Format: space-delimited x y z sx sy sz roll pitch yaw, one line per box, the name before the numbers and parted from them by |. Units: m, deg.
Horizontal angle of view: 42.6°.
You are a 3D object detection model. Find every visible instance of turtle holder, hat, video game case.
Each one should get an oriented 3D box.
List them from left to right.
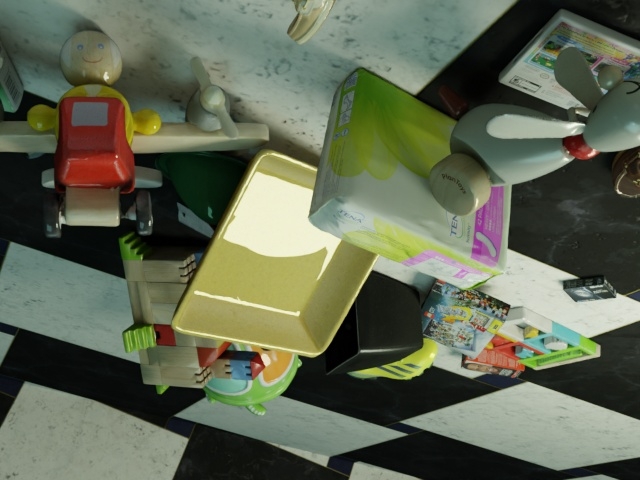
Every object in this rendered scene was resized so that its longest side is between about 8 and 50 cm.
hat | -0.194 -0.036 1.400 0.208 0.184 0.173 9 162 -3
turtle holder | -0.208 0.240 1.964 0.320 0.243 0.227 40 155 39
video game case | 0.332 -0.220 1.048 0.157 0.019 0.143 18 152 -13

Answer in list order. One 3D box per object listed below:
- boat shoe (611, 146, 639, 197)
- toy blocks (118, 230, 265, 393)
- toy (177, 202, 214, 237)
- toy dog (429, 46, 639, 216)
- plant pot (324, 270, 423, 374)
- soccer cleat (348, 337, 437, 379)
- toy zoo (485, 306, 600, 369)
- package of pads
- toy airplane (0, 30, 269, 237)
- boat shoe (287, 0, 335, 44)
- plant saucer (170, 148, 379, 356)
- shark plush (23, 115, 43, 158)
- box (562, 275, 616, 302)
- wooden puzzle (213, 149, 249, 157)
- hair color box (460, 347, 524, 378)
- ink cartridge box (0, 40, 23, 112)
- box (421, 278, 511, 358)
boat shoe | 0.466 -0.110 1.156 0.073 0.073 0.207 9 155 2
toy blocks | -0.260 0.161 1.739 0.260 0.191 0.381 0 108 19
toy | -0.155 -0.017 1.563 0.237 0.056 0.137 30 164 0
toy dog | 0.255 -0.157 1.010 0.333 0.220 0.161 -27 102 41
plant pot | 0.115 0.176 1.744 0.167 0.187 0.188 5 156 -19
soccer cleat | 0.156 0.285 2.024 0.289 0.093 0.121 -17 136 42
toy zoo | 0.455 0.218 1.845 0.293 0.030 0.192 25 150 -25
package of pads | 0.136 -0.076 1.170 0.296 0.229 0.101 23 151 -22
toy airplane | -0.323 -0.163 1.194 0.384 0.272 0.386 6 -169 32
boat shoe | -0.007 -0.303 0.970 0.059 0.063 0.170 22 142 -16
plant saucer | -0.061 0.021 1.386 0.332 0.333 0.081 17 -162 -40
shark plush | -0.435 -0.182 1.404 0.161 0.073 0.067 -14 170 4
box | 0.523 0.095 1.594 0.083 0.018 0.067 -10 147 36
wooden puzzle | -0.161 -0.162 1.351 0.116 0.014 0.078 -7 144 32
hair color box | 0.418 0.296 1.997 0.141 0.043 0.072 10 154 3
ink cartridge box | -0.583 -0.280 1.235 0.224 0.056 0.181 7 153 3
box | 0.292 0.165 1.745 0.159 0.044 0.233 25 154 6
